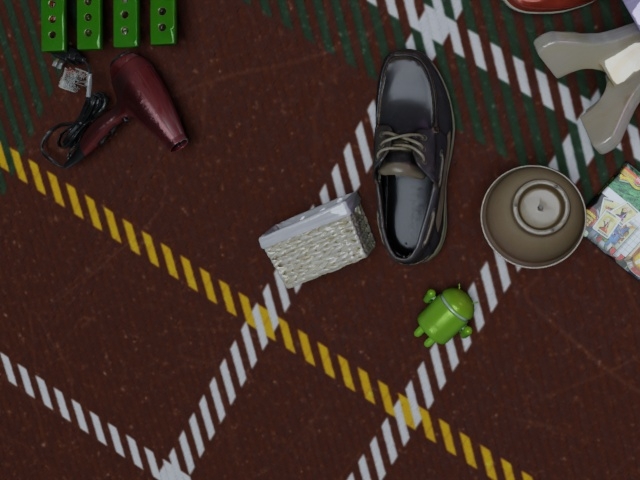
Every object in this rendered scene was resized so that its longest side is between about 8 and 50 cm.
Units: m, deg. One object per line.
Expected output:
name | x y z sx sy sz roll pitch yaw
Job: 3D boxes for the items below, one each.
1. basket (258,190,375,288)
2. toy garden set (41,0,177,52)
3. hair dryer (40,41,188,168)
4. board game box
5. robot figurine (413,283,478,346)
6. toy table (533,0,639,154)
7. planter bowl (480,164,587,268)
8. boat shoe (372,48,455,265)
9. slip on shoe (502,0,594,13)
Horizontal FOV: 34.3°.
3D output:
basket | 0.000 0.000 1.737 0.167 0.113 0.103 -23 97 17
toy garden set | -0.353 -0.425 1.761 0.244 0.049 0.203 0 91 15
hair dryer | -0.351 -0.219 1.806 0.294 0.080 0.223 17 108 25
board game box | 0.544 0.007 1.652 0.260 0.030 0.136 39 105 4
robot figurine | 0.209 0.127 1.735 0.101 0.067 0.115 46 107 10
toy table | 0.437 -0.258 1.528 0.161 0.252 0.274 -30 124 21
planter bowl | 0.344 -0.045 1.645 0.162 0.109 0.162 4 101 19
boat shoe | 0.149 -0.129 1.666 0.133 0.130 0.355 -3 100 14
slip on shoe | 0.431 -0.419 1.559 0.332 0.101 0.123 -8 100 16
